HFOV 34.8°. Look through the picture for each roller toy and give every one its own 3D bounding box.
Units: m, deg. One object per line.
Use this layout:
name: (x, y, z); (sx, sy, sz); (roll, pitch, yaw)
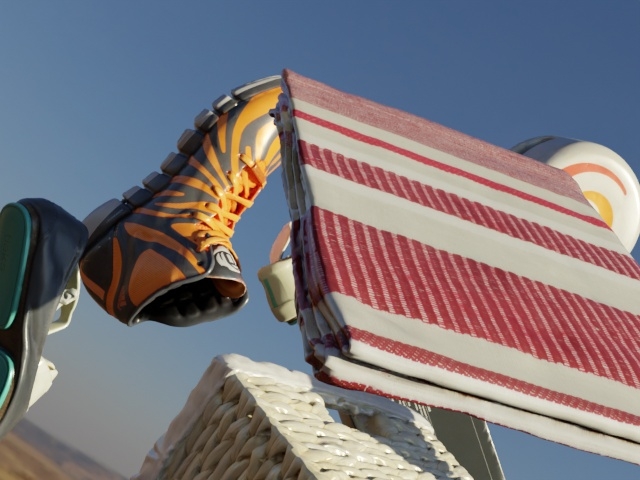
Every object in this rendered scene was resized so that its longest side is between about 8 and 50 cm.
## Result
roller toy: (0.325, -0.043, 1.389); (0.209, 0.191, 0.146); (16, 6, -16)

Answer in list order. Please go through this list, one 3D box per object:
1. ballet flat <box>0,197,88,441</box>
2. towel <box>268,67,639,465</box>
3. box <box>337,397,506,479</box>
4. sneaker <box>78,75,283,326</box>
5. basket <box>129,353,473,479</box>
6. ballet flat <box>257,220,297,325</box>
ballet flat: (-0.211, 0.070, 0.720); (0.074, 0.203, 0.074); (18, 5, -2)
towel: (0.090, 0.008, 0.581); (0.237, 0.037, 0.329); (17, 25, -15)
box: (0.151, 0.312, 1.462); (0.103, 0.184, 0.261); (-156, -134, -76)
sneaker: (-0.100, -0.024, 1.079); (0.180, 0.321, 0.124); (45, -3, 39)
basket: (-0.015, 0.336, 0.986); (0.328, 0.331, 0.266); (25, 14, -44)
ballet flat: (0.000, 0.000, 1.140); (0.086, 0.248, 0.086); (11, -60, 19)
